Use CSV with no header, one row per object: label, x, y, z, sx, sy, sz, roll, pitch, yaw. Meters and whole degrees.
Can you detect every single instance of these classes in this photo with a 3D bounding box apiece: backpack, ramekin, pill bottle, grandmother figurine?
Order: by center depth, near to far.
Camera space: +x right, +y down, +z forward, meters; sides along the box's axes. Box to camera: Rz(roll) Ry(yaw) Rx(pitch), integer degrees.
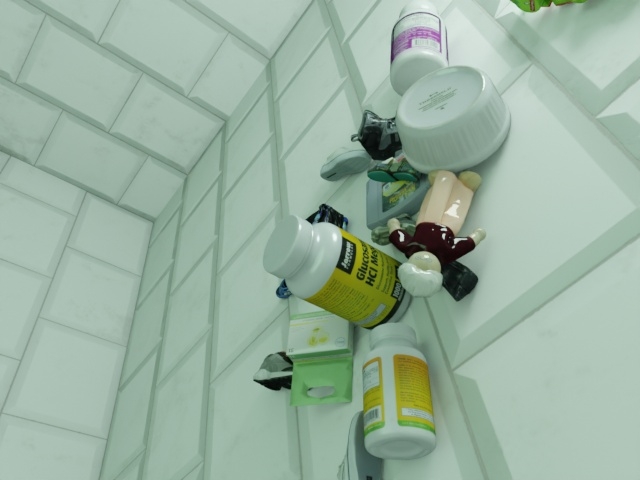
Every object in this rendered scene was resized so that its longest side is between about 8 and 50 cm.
pill bottle,0.153,0.298,1.090,0.136,0.136,0.246,-38,35,37
grandmother figurine,0.239,-0.018,1.145,0.207,0.104,0.343,0,44,28
pill bottle,0.040,0.074,1.268,0.188,0.333,0.188,-40,35,36
ramekin,0.303,-0.295,1.281,0.272,0.127,0.273,-20,45,21
pill bottle,0.292,-0.573,1.599,0.169,0.169,0.302,-33,39,43
backpack,0.000,0.000,1.636,0.158,0.116,0.174,-33,39,43

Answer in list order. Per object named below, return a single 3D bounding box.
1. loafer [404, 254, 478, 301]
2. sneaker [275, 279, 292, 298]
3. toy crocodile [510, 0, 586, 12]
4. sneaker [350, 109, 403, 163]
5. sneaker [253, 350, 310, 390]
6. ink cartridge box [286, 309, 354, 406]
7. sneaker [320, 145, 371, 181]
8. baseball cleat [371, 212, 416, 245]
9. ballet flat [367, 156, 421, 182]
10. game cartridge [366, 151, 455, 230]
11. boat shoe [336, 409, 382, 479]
loafer,0.251,0.067,1.193,0.078,0.076,0.223,-52,31,-3
sneaker,-0.111,0.149,1.753,0.144,0.059,0.053,-28,45,48
toy crocodile,0.567,-0.591,1.241,0.340,0.105,0.115,23,85,58
sneaker,0.207,-0.329,1.541,0.268,0.153,0.101,-36,37,40
sneaker,-0.099,0.358,1.507,0.271,0.100,0.108,-17,47,54
ink cartridge box,-0.002,0.292,1.369,0.170,0.056,0.235,-10,48,19
sneaker,0.080,-0.268,1.766,0.258,0.094,0.092,-11,61,57
baseball cleat,0.207,-0.036,1.336,0.109,0.072,0.205,-39,18,-26
ballet flat,0.200,-0.188,1.419,0.188,0.070,0.070,11,75,52
game cartridge,0.231,-0.152,1.455,0.294,0.060,0.196,-37,40,39
boat shoe,0.071,0.483,1.108,0.084,0.095,0.258,-29,41,40
